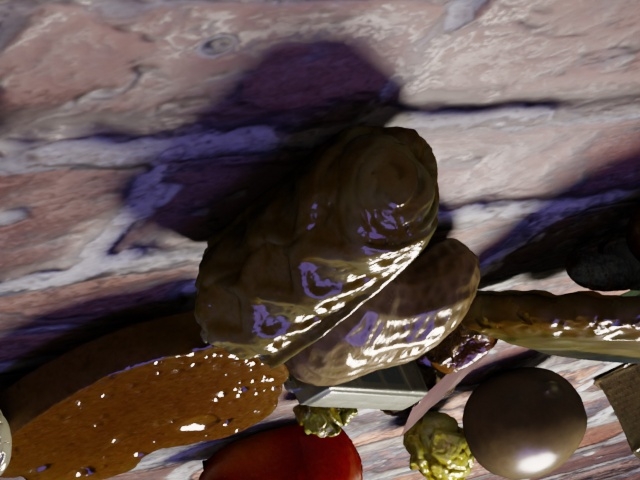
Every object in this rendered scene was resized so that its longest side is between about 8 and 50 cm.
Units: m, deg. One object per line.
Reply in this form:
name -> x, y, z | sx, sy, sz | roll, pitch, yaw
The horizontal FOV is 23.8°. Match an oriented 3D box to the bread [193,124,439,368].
bread -> 0.000, 0.000, 1.307 | 0.268, 0.130, 0.152 | -39, -170, 39

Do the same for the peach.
peach -> -0.041, 0.337, 2.109 | 0.154, 0.159, 0.267 | -39, 153, 26

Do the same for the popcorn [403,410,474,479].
popcorn -> 0.177, 0.322, 2.325 | 0.106, 0.120, 0.116 | -7, 163, -39

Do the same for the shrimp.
shrimp -> 0.397, 0.018, 1.845 | 0.233, 0.079, 0.090 | -15, 123, -29

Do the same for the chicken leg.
chicken leg -> 0.130, 0.198, 2.057 | 0.085, 0.069, 0.198 | -56, 156, 18

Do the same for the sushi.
sushi -> 0.176, 0.129, 1.933 | 0.118, 0.061, 0.060 | -40, 115, 4

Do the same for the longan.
longan -> 0.303, 0.272, 2.269 | 0.189, 0.189, 0.189 | -19, 160, -7

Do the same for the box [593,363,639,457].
box -> 0.629, 0.254, 2.594 | 0.273, 0.143, 0.184 | -27, 160, 11

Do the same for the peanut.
peanut -> 0.069, 0.074, 1.590 | 0.233, 0.110, 0.197 | -11, 155, -24

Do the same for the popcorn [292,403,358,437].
popcorn -> 0.006, 0.221, 1.981 | 0.083, 0.059, 0.068 | -15, -160, 5

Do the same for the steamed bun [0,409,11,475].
steamed bun -> -0.359, 0.186, 1.455 | 0.112, 0.091, 0.130 | -36, 142, 27

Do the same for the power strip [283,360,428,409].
power strip -> 0.043, 0.162, 1.836 | 0.052, 0.078, 0.272 | -34, 157, 24

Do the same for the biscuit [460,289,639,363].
biscuit -> 0.329, 0.099, 1.827 | 0.335, 0.078, 0.329 | 3, 172, 6

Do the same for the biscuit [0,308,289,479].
biscuit -> -0.185, 0.169, 1.629 | 0.359, 0.074, 0.381 | -29, 162, 22

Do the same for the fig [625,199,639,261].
fig -> 0.416, -0.006, 1.753 | 0.109, 0.103, 0.155 | -13, 155, 27

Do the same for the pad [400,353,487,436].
pad -> 0.175, 0.181, 2.014 | 0.188, 0.006, 0.113 | -40, 162, -26

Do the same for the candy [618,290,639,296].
candy -> 0.408, 0.075, 2.013 | 0.092, 0.093, 0.335 | 15, 148, -38
